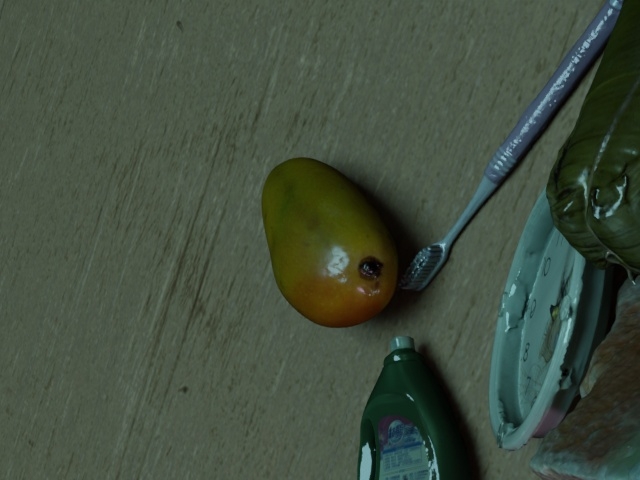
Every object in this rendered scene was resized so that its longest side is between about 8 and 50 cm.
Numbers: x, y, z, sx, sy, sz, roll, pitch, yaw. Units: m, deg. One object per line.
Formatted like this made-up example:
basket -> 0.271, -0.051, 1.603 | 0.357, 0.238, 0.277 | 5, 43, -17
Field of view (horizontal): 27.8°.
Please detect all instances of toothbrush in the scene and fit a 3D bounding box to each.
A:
toothbrush -> 0.173, -0.084, 1.176 | 0.024, 0.029, 0.354 | 48, 119, 25

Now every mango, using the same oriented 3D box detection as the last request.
mango -> 0.000, 0.000, 1.297 | 0.253, 0.113, 0.138 | -126, 34, -54

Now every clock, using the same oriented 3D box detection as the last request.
clock -> 0.193, 0.060, 1.053 | 0.236, 0.053, 0.236 | -165, 90, -87

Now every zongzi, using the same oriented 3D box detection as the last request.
zongzi -> 0.323, -0.098, 0.869 | 0.300, 0.145, 0.274 | 0, 52, 41

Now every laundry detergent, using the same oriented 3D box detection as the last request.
laundry detergent -> 0.079, 0.196, 1.207 | 0.137, 0.063, 0.210 | -30, 60, 50

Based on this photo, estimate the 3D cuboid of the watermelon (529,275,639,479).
watermelon -> 0.271, 0.099, 0.845 | 0.302, 0.151, 0.264 | -3, 41, 49
